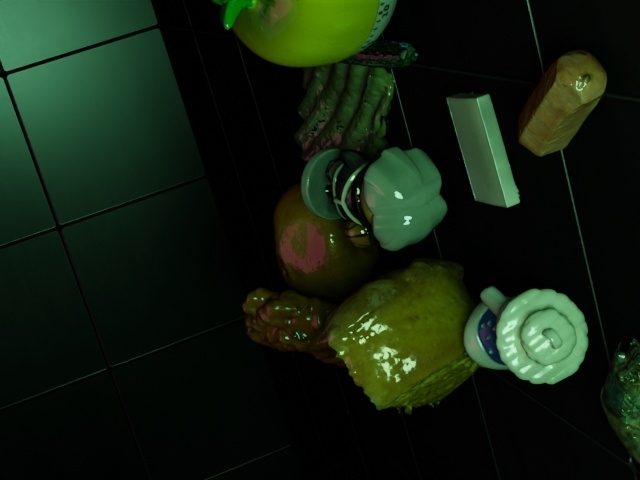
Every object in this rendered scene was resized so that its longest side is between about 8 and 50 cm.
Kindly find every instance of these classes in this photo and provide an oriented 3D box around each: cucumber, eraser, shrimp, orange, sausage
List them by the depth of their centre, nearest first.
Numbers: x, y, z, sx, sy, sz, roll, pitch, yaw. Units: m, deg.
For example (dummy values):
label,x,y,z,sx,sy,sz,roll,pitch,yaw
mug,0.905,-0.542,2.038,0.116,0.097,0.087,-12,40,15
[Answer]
label,x,y,z,sx,sy,sz,roll,pitch,yaw
sausage,0.255,-0.148,1.237,0.169,0.065,0.065,109,139,-69
shrimp,0.373,0.200,1.330,0.150,0.051,0.217,55,168,38
eraser,0.213,-0.120,1.542,0.104,0.023,0.150,-155,46,-72
cucumber,0.041,-0.283,1.751,0.257,0.043,0.044,15,140,40
orange,0.000,0.000,2.234,0.249,0.183,0.248,159,90,-79

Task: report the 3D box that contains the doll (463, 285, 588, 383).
label,x,y,z,sx,sy,sz,roll,pitch,yaw
doll,0.261,0.121,1.534,0.138,0.119,0.293,65,173,0

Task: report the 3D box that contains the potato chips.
label,x,y,z,sx,sy,sz,roll,pitch,yaw
potato chips,0.007,-0.290,1.964,0.373,0.097,0.389,-121,20,-46

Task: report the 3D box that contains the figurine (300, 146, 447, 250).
label,x,y,z,sx,sy,sz,roll,pitch,yaw
figurine,0.088,-0.063,1.831,0.236,0.133,0.176,12,126,51

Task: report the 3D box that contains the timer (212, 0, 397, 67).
label,x,y,z,sx,sy,sz,roll,pitch,yaw
timer,-0.056,-0.357,1.612,0.285,0.285,0.285,160,90,-77

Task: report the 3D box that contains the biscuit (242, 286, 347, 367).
label,x,y,z,sx,sy,sz,roll,pitch,yaw
biscuit,0.008,0.175,2.230,0.318,0.312,0.110,80,-154,-81

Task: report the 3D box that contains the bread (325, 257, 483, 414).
label,x,y,z,sx,sy,sz,roll,pitch,yaw
bread,0.155,0.132,1.750,0.194,0.179,0.340,61,-162,17
